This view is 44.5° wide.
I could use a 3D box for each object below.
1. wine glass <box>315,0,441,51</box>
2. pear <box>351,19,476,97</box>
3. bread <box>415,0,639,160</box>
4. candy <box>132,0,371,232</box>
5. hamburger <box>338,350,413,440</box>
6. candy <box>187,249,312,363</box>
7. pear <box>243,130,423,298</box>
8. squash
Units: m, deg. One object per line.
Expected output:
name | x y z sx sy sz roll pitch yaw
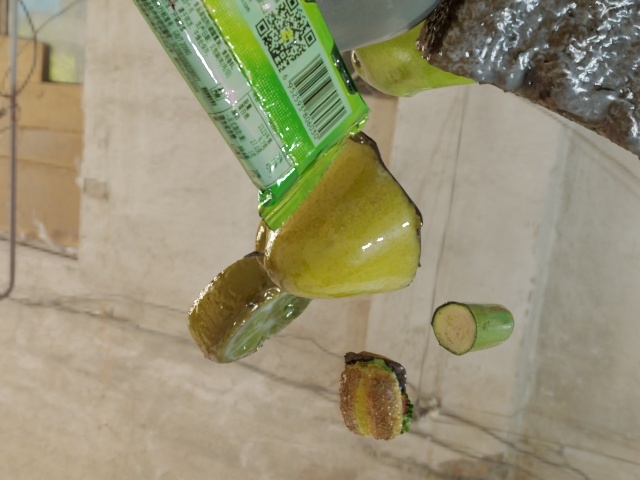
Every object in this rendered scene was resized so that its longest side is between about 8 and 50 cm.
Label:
wine glass | 0.052 -0.301 0.684 0.323 0.238 0.238 -28 -156 -19
pear | 0.164 -0.317 1.265 0.292 0.159 0.292 -22 -163 7
bread | 0.307 -0.156 0.715 0.416 0.165 0.113 22 -161 -11
candy | -0.033 -0.099 0.431 0.102 0.178 0.032 -45 -139 -16
hamburger | 0.093 0.271 1.340 0.137 0.166 0.087 9 -147 20
candy | -0.129 0.125 1.472 0.118 0.260 0.260 46 -150 23
pear | 0.000 0.002 1.035 0.178 0.267 0.267 -37 -146 -28
squash | 0.291 0.151 1.397 0.095 0.095 0.188 16 -170 43
